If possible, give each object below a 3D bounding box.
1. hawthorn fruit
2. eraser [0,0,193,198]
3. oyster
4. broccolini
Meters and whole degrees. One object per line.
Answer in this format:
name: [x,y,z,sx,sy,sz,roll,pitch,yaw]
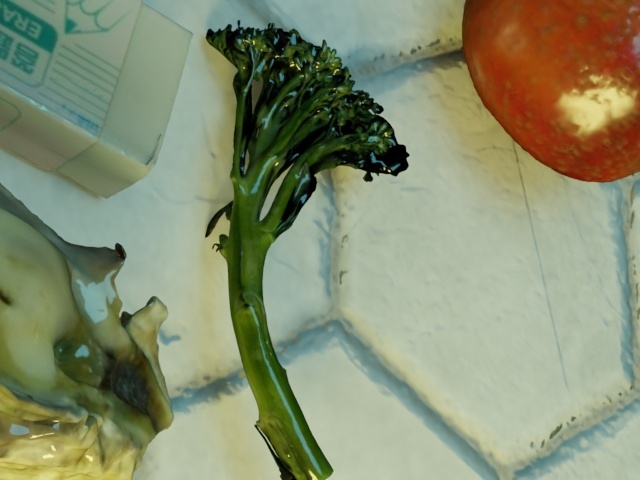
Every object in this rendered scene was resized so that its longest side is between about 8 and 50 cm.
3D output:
hawthorn fruit: [0.140,-0.172,1.015,0.165,0.165,0.285,-32,90,-42]
eraser: [-0.174,-0.115,0.793,0.225,0.052,0.095,30,55,-28]
oyster: [-0.191,-0.004,0.663,0.275,0.100,0.271,-1,60,-61]
broccolini: [-0.001,0.008,0.885,0.123,0.062,0.271,6,64,-22]
